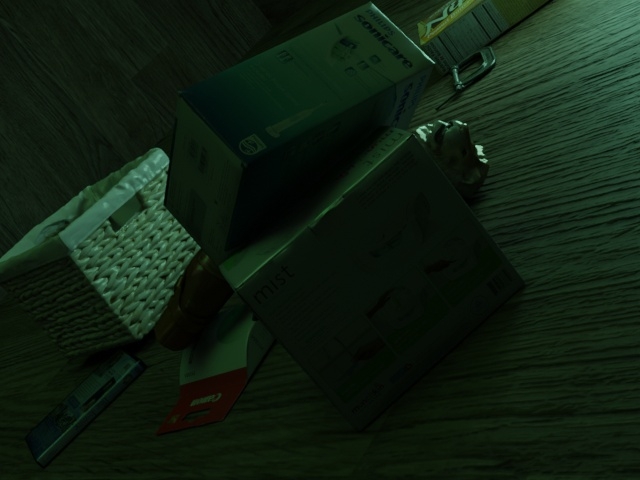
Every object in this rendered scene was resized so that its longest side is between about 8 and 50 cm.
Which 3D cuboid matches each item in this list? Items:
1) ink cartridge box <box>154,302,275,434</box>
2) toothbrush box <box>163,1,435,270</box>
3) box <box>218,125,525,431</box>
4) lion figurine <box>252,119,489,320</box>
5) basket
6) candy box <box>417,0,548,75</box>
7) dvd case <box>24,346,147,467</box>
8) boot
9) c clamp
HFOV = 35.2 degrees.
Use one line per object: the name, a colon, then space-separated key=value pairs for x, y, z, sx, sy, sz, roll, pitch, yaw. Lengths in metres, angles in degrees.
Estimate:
ink cartridge box: x=-0.160 y=0.187 z=1.543 sx=0.181 sy=0.056 sz=0.225 roll=-22 pitch=23 yaw=45
toothbrush box: x=-0.029 y=-0.126 z=1.216 sx=0.295 sy=0.126 sz=0.216 roll=-31 pitch=-22 yaw=-29
box: x=0.057 y=0.040 z=1.165 sx=0.262 sy=0.231 sz=0.127 roll=-42 pitch=18 yaw=-4
lion figurine: x=0.076 y=-0.017 z=1.397 sx=0.142 sy=0.240 sz=0.392 roll=120 pitch=174 yaw=-66
basket: x=-0.428 y=0.034 z=2.063 sx=0.331 sy=0.266 sz=0.328 roll=-20 pitch=22 yaw=48
candy box: x=0.349 y=-0.482 z=2.061 sx=0.316 sy=0.087 sz=0.183 roll=-35 pitch=19 yaw=18
dvd case: x=-0.438 y=0.302 z=1.873 sx=0.253 sy=0.022 sz=0.180 roll=-45 pitch=18 yaw=-14
boot: x=-0.169 y=0.067 z=1.639 sx=0.220 sy=0.109 sz=0.283 roll=-56 pitch=4 yaw=7
c clamp: x=0.275 y=-0.321 z=1.933 sx=0.137 sy=0.022 sz=0.161 roll=-32 pitch=20 yaw=23
